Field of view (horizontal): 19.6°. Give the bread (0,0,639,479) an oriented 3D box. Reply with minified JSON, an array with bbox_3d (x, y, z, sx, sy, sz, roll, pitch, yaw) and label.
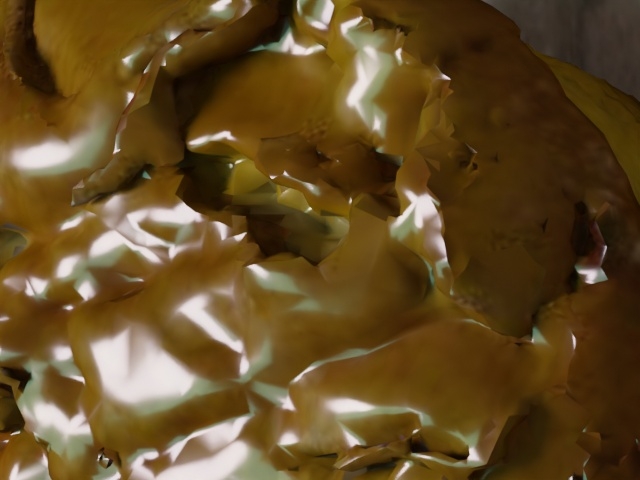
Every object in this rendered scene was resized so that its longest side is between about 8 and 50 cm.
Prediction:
[{"bbox_3d":[-0.026,0.084,0.616,0.398,0.215,0.398,1,91,39],"label":"bread"}]
